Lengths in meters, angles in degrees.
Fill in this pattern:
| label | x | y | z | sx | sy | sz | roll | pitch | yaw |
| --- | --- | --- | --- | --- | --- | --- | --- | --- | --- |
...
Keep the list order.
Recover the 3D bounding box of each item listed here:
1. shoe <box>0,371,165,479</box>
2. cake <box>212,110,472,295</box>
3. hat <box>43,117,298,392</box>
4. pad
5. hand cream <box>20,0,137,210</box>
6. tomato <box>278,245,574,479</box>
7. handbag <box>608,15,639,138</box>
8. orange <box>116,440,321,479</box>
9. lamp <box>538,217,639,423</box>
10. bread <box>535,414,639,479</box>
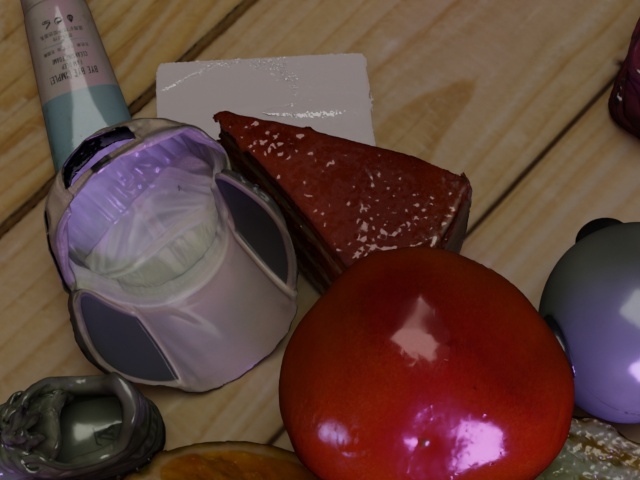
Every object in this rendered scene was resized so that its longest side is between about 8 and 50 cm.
| label | x | y | z | sx | sy | sz | roll | pitch | yaw |
| --- | --- | --- | --- | --- | --- | --- | --- | --- | --- |
| shoe | -0.289 | 0.185 | 1.579 | 0.293 | 0.149 | 0.109 | -15 | 65 | -9 |
| cake | 0.000 | 0.000 | 1.670 | 0.262 | 0.158 | 0.159 | 15 | 63 | 10 |
| hat | -0.142 | 0.011 | 1.671 | 0.232 | 0.161 | 0.275 | -40 | 92 | 8 |
| pad | -0.058 | -0.128 | 1.817 | 0.232 | 0.004 | 0.156 | -3 | 63 | -2 |
| hand cream | -0.247 | -0.147 | 1.804 | 0.111 | 0.070 | 0.312 | -14 | 72 | -9 |
| tomato | 0.090 | 0.136 | 1.502 | 0.260 | 0.260 | 0.180 | 2 | 19 | 6 |
| handbag | 0.399 | -0.201 | 1.785 | 0.146 | 0.135 | 0.225 | 25 | 70 | 11 |
| orange | -0.056 | 0.281 | 1.468 | 0.274 | 0.274 | 0.310 | 25 | 53 | 12 |
| lamp | 0.322 | 0.092 | 1.619 | 0.244 | 0.198 | 0.198 | 31 | 66 | -4 |
| bread | 0.240 | 0.230 | 1.596 | 0.232 | 0.088 | 0.128 | 21 | 57 | 19 |
